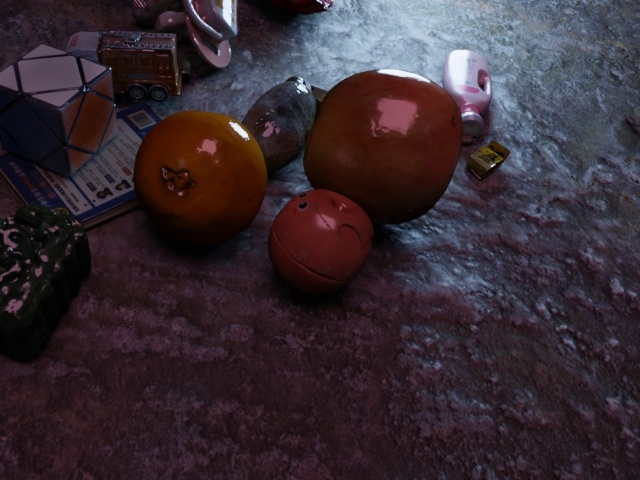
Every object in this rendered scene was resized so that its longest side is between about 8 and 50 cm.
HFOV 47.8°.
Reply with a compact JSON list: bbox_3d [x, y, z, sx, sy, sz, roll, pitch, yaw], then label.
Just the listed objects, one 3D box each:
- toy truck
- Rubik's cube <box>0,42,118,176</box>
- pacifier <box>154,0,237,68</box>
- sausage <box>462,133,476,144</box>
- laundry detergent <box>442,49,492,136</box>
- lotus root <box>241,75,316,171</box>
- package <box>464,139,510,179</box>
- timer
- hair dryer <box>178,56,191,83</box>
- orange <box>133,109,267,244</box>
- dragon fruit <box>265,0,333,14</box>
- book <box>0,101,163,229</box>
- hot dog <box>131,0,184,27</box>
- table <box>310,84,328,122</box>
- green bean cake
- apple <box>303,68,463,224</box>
[{"bbox_3d":[-0.530,-0.475,1.930,0.305,0.162,0.136,0,43,-6],"label":"toy truck"},{"bbox_3d":[-0.629,-0.312,1.719,0.205,0.205,0.207,21,48,11],"label":"Rubik's cube"},{"bbox_3d":[-0.345,-0.652,2.104,0.220,0.273,0.332,9,66,-28],"label":"pacifier"},{"bbox_3d":[0.322,-0.305,2.096,0.269,0.033,0.033,5,50,-9],"label":"sausage"},{"bbox_3d":[0.452,-0.450,2.213,0.159,0.088,0.335,11,50,-5],"label":"laundry detergent"},{"bbox_3d":[-0.105,-0.311,1.905,0.175,0.175,0.349,24,58,7],"label":"lotus root"},{"bbox_3d":[0.475,-0.230,2.061,0.071,0.047,0.131,39,52,21],"label":"package"},{"bbox_3d":[0.000,0.000,1.629,0.229,0.215,0.229,30,24,-15],"label":"timer"},{"bbox_3d":[-0.445,-0.483,2.061,0.150,0.047,0.071,-5,53,-9],"label":"hair dryer"},{"bbox_3d":[-0.271,-0.145,1.653,0.312,0.312,0.312,7,50,-8],"label":"orange"},{"bbox_3d":[-0.086,-0.833,2.309,0.302,0.240,0.330,-22,50,-6],"label":"dragon fruit"},{"bbox_3d":[-0.539,-0.183,1.788,0.428,0.039,0.300,-29,61,-31],"label":"book"},{"bbox_3d":[-0.448,-0.736,2.201,0.268,0.144,0.075,-24,66,-24],"label":"hot dog"},{"bbox_3d":[-0.008,-0.383,2.053,0.082,0.083,0.070,23,46,15],"label":"table"},{"bbox_3d":[-0.664,0.057,1.478,0.308,0.169,0.300,15,49,2],"label":"green bean cake"},{"bbox_3d":[0.140,-0.230,1.762,0.346,0.391,0.391,14,49,-9],"label":"apple"}]
